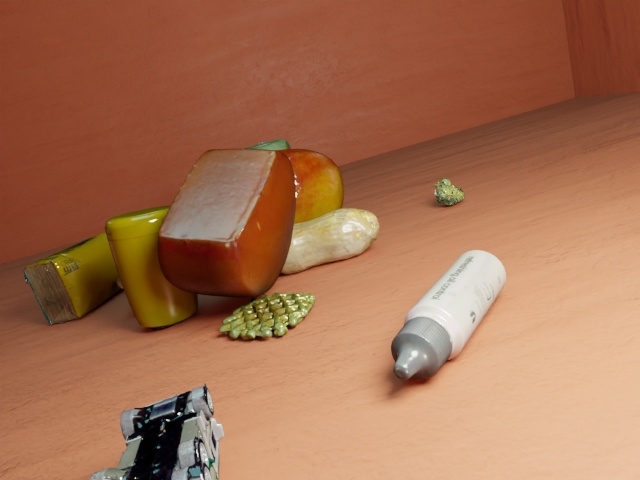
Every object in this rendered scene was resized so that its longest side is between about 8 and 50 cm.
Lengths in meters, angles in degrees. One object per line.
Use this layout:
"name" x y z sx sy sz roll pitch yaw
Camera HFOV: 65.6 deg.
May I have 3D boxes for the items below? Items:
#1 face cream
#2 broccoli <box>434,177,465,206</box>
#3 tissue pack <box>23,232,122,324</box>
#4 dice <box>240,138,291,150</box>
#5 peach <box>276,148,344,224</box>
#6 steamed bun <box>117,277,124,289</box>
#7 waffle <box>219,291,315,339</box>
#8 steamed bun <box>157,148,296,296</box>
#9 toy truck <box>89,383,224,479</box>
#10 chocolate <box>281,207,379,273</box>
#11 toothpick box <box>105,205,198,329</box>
"face cream" 0.186 0.111 0.732 0.092 0.092 0.311 -4 19 39
"broccoli" 0.388 -0.148 1.494 0.096 0.092 0.095 -3 -10 7
"tissue pack" -0.719 0.107 1.508 0.134 0.192 0.271 -13 16 17
"dice" -0.220 -0.181 1.805 0.330 0.318 0.322 -16 15 3
"peach" -0.091 -0.111 1.467 0.289 0.373 0.372 32 41 28
"steamed bun" -0.405 0.053 1.477 0.247 0.189 0.428 -44 12 6
"waffle" -0.106 0.150 1.005 0.183 0.036 0.169 -8 18 30
"steamed bun" -0.186 -0.027 1.117 0.234 0.248 0.379 3 46 13
"toy truck" -0.151 0.252 0.492 0.114 0.124 0.253 -17 13 -6
"chocolate" 0.000 0.000 1.273 0.309 0.134 0.134 -17 14 6
"toothpick box" -0.380 0.065 1.157 0.174 0.272 0.175 -10 12 2
